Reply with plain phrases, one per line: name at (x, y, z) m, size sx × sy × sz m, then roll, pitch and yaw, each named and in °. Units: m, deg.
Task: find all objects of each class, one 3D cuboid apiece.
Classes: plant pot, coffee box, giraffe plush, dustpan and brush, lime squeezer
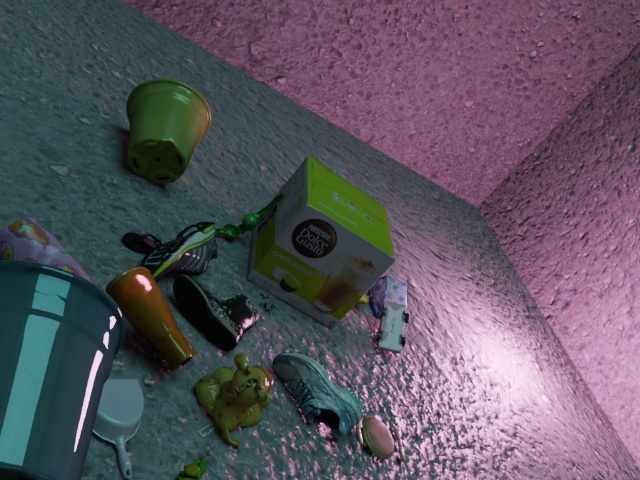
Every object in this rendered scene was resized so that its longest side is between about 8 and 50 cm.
plant pot at (-0.499, -0.328, 2.173) m, size 0.276 × 0.276 × 0.254 m, roll 28°, pitch 39°, yaw -26°
coffee box at (0.000, 0.000, 2.211) m, size 0.338 × 0.334 × 0.338 m, roll 32°, pitch 26°, yaw -18°
giraffe plush at (-0.183, 0.347, 1.581) m, size 0.181 × 0.170 × 0.210 m, roll 39°, pitch 25°, yaw -4°
dustpan and brush at (-0.407, 0.374, 1.374) m, size 0.147 × 0.060 × 0.211 m, roll 11°, pitch 31°, yaw -45°
lime squeezer at (-0.254, -0.065, 2.184) m, size 0.310 × 0.110 × 0.059 m, roll -25°, pitch 48°, yaw -18°
plant pot at (-0.505, 0.268, 1.110) m, size 0.341 × 0.341 × 0.334 m, roll 25°, pitch 37°, yaw -31°

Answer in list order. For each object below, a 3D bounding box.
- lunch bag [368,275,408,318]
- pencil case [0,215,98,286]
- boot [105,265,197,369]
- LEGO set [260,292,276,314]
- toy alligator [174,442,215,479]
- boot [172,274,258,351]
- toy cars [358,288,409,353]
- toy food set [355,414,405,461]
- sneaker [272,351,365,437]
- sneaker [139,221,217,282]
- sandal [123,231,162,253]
lunch bag at (0.249, 0.220, 2.496) m, size 0.129 × 0.096 × 0.151 m, roll 20°, pitch 61°, yaw -37°
pencil case at (-0.592, 0.078, 1.515) m, size 0.284 × 0.124 × 0.124 m, roll 44°, pitch 25°, yaw 5°
boot at (-0.364, 0.182, 1.538) m, size 0.211 × 0.104 × 0.295 m, roll 50°, pitch -13°, yaw 14°
LEGO set at (-0.156, 0.186, 2.055) m, size 0.054 × 0.023 × 0.083 m, roll 10°, pitch 39°, yaw -48°
toy alligator at (-0.266, 0.480, 1.395) m, size 0.051 × 0.056 × 0.189 m, roll 1°, pitch 25°, yaw 10°
boot at (-0.276, 0.174, 1.839) m, size 0.236 × 0.085 × 0.178 m, roll 49°, pitch 23°, yaw 3°
toy cars at (0.187, 0.231, 2.387) m, size 0.176 × 0.087 × 0.393 m, roll -22°, pitch 61°, yaw -23°
toy food set at (0.153, 0.547, 1.901) m, size 0.192 × 0.038 × 0.132 m, roll 32°, pitch 33°, yaw -31°
sneaker at (-0.018, 0.405, 1.803) m, size 0.283 × 0.110 × 0.122 m, roll 35°, pitch 44°, yaw 7°
sneaker at (-0.370, 0.054, 1.868) m, size 0.300 × 0.111 × 0.121 m, roll -40°, pitch 119°, yaw -50°
sandal at (-0.458, 0.012, 1.892) m, size 0.179 × 0.040 × 0.067 m, roll 24°, pitch 32°, yaw -33°
